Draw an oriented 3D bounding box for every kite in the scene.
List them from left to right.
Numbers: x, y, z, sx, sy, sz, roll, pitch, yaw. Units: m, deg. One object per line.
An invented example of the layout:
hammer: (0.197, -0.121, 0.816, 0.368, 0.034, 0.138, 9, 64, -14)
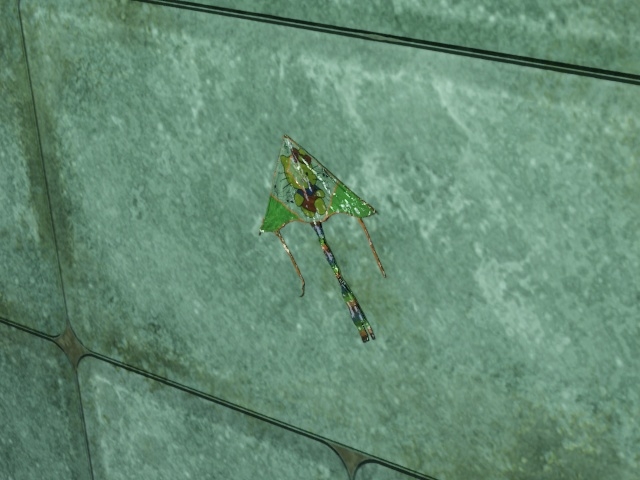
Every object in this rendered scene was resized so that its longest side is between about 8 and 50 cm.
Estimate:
kite: (0.000, 0.000, 1.965, 0.198, 0.006, 0.244, -15, 99, 49)
